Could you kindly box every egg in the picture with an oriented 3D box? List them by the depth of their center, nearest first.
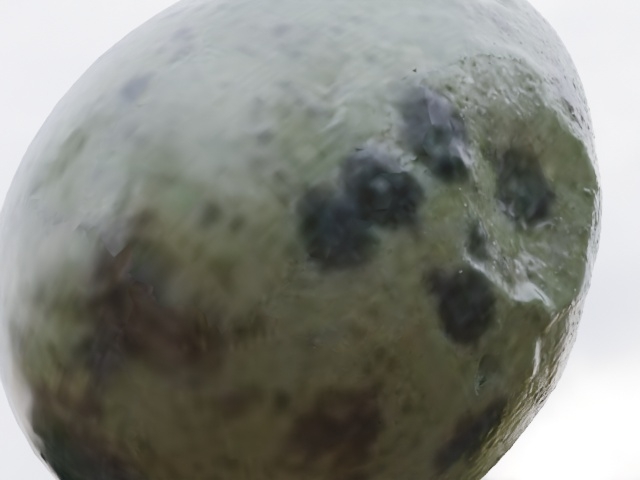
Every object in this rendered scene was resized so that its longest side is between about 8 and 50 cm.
[{"bbox_3d":[0.000,0.000,0.465,0.141,0.181,0.141,25,-40,22],"label":"egg"}]
